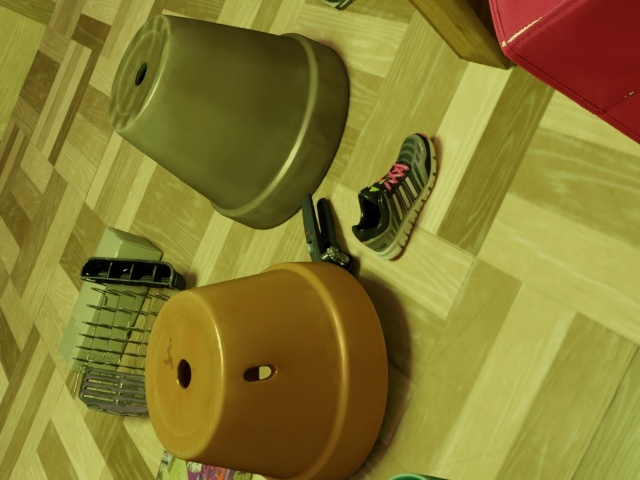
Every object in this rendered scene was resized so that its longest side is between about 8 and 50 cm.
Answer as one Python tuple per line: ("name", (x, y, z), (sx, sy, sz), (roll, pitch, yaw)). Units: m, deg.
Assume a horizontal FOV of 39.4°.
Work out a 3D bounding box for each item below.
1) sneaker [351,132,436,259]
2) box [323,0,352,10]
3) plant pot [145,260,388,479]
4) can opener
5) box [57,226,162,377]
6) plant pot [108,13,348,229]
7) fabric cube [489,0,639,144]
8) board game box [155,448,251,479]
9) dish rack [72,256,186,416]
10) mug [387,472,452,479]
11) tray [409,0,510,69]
("sneaker", (0.090, -0.062, 1.144), (0.063, 0.075, 0.170), (25, 94, 57))
("box", (-0.032, -0.446, 1.373), (0.087, 0.232, 0.058), (-28, 49, 44))
("plant pot", (-0.085, 0.167, 1.113), (0.291, 0.203, 0.291), (-8, 80, 52))
("can opener", (0.000, 0.000, 1.256), (0.073, 0.059, 0.186), (-46, 41, 32))
("box", (-0.415, 0.122, 1.754), (0.113, 0.094, 0.275), (32, 100, 56))
("plant pot", (-0.161, -0.211, 1.397), (0.323, 0.280, 0.323), (-29, 51, 43))
("fabric cube", (0.318, -0.266, 0.759), (0.258, 0.259, 0.254), (-31, 48, 43))
("board game box", (-0.197, 0.419, 1.336), (0.208, 0.056, 0.347), (7, 79, 52))
("dish rack", (-0.350, 0.171, 1.589), (0.208, 0.074, 0.271), (3, 74, 29))
("mug", (0.110, 0.307, 0.907), (0.157, 0.097, 0.129), (-14, 63, 52))
("tray", (0.144, -0.345, 0.925), (0.076, 0.411, 0.203), (20, 90, 28))
